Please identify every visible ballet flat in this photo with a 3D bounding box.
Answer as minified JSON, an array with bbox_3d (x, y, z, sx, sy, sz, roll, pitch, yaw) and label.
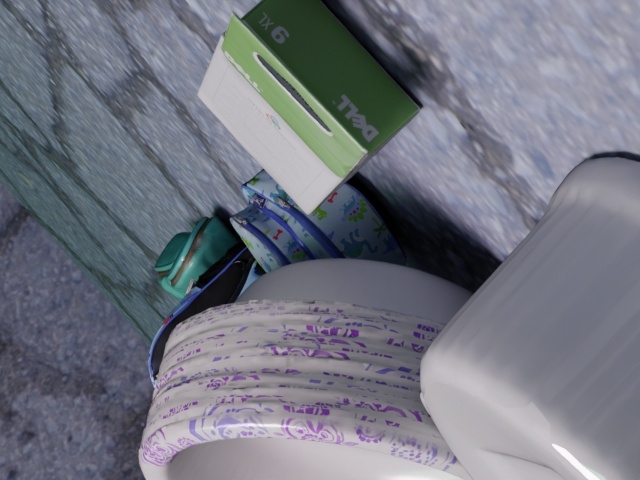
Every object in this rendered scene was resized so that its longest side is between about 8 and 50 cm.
[{"bbox_3d":[-0.107,0.026,1.824,0.087,0.083,0.247,32,173,-7],"label":"ballet flat"}]

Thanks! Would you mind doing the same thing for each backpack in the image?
[{"bbox_3d":[-0.073,0.100,1.678,0.158,0.173,0.117,49,168,-12],"label":"backpack"},{"bbox_3d":[0.000,0.000,1.308,0.114,0.084,0.105,28,159,52],"label":"backpack"}]

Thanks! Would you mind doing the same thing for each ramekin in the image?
[{"bbox_3d":[0.175,0.105,0.894,0.277,0.135,0.277,45,168,13],"label":"ramekin"}]

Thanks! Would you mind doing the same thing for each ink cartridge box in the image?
[{"bbox_3d":[-0.007,-0.089,1.092,0.109,0.062,0.209,48,168,0],"label":"ink cartridge box"}]

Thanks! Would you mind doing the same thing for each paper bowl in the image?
[{"bbox_3d":[0.030,0.115,1.242,0.284,0.148,0.284,10,153,5],"label":"paper bowl"}]

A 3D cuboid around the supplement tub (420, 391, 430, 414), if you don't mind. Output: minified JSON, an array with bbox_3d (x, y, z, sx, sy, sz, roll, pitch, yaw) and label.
[{"bbox_3d":[0.119,0.077,1.072,0.071,0.107,0.071,45,168,13],"label":"supplement tub"}]
